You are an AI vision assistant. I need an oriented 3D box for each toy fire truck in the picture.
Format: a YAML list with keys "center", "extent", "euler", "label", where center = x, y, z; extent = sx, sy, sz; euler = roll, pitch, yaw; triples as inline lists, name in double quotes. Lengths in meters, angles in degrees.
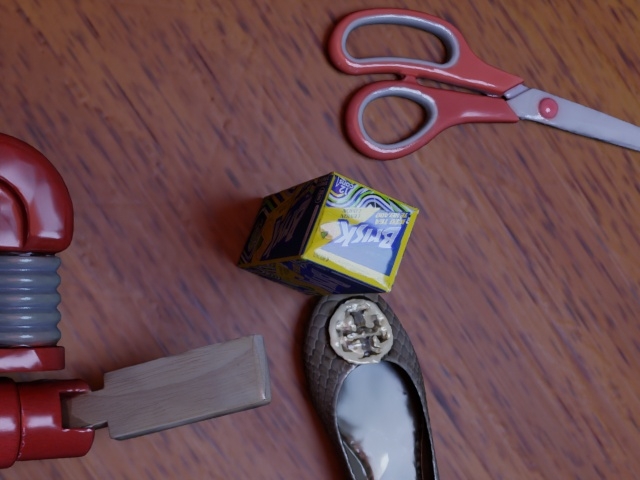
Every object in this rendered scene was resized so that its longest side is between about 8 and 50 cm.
- center: [-0.171, 0.043, 0.740]
  extent: [0.246, 0.158, 0.217]
  euler: [2, 85, -27]
  label: "toy fire truck"

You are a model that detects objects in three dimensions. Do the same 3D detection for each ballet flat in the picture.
- center: [0.046, 0.150, 0.829]
  extent: [0.084, 0.058, 0.250]
  euler: [-10, 89, -17]
  label: "ballet flat"

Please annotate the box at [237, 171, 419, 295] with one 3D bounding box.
- center: [0.000, 0.000, 0.769]
  extent: [0.059, 0.169, 0.054]
  euler: [22, 81, -14]
  label: "box"

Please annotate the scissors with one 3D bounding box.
- center: [0.149, -0.109, 0.897]
  extent: [0.297, 0.021, 0.109]
  euler: [0, 84, -14]
  label: "scissors"
